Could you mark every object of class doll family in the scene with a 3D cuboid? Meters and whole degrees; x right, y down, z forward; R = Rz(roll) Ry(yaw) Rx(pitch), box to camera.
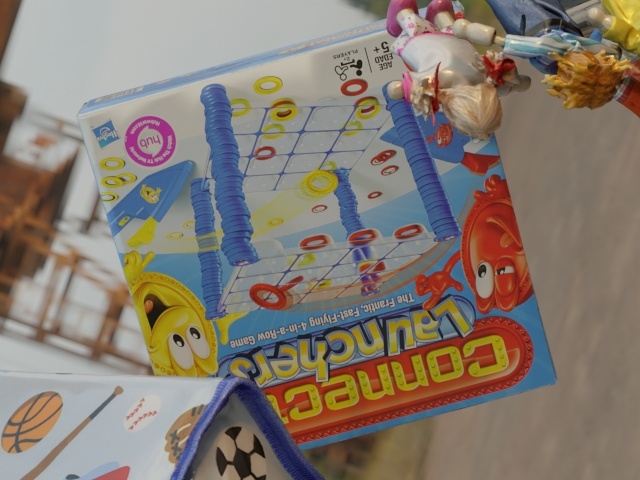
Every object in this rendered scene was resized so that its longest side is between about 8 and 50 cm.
[{"bbox_3d":[0.175,-0.132,1.261,0.163,0.263,0.118,-117,37,-49],"label":"doll family"}]

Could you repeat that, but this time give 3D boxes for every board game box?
[{"bbox_3d":[0.000,0.000,1.480,0.086,0.308,0.302,-94,-12,-78],"label":"board game box"}]

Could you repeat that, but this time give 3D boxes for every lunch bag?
[{"bbox_3d":[-0.104,0.286,1.307,0.385,0.327,0.239,52,-123,-33],"label":"lunch bag"}]

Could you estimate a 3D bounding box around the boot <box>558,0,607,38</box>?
[{"bbox_3d":[0.319,-0.380,1.740,0.377,0.284,0.138,-32,-5,17],"label":"boot"}]
